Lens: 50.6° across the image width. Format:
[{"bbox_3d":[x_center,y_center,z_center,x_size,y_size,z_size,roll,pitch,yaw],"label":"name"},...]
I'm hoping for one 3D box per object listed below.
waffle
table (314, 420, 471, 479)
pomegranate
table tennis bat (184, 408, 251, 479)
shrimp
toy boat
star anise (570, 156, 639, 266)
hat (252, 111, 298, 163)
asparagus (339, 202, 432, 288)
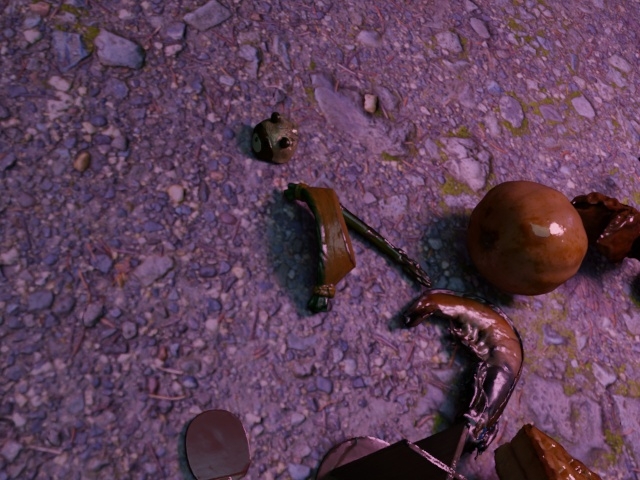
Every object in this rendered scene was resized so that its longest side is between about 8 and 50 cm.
[{"bbox_3d":[0.354,0.404,0.890,0.213,0.091,0.308,39,16,-17],"label":"waffle"},{"bbox_3d":[0.109,0.311,0.857,0.167,0.226,0.167,11,60,-19],"label":"table"},{"bbox_3d":[0.353,-0.005,1.164,0.207,0.207,0.207,11,59,-19],"label":"pomegranate"},{"bbox_3d":[-0.130,0.299,0.888,0.087,0.013,0.156,-3,63,-28],"label":"table tennis bat"},{"bbox_3d":[0.217,0.193,1.077,0.222,0.054,0.290,32,51,-6],"label":"shrimp"},{"bbox_3d":[0.000,0.000,1.079,0.088,0.089,0.229,-18,65,8],"label":"toy boat"},{"bbox_3d":[0.600,-0.055,1.324,0.238,0.148,0.346,23,50,28],"label":"star anise"},{"bbox_3d":[-0.073,-0.177,1.152,0.076,0.059,0.077,15,53,-22],"label":"hat"},{"bbox_3d":[0.098,0.002,1.146,0.236,0.027,0.034,38,26,-2],"label":"asparagus"}]
